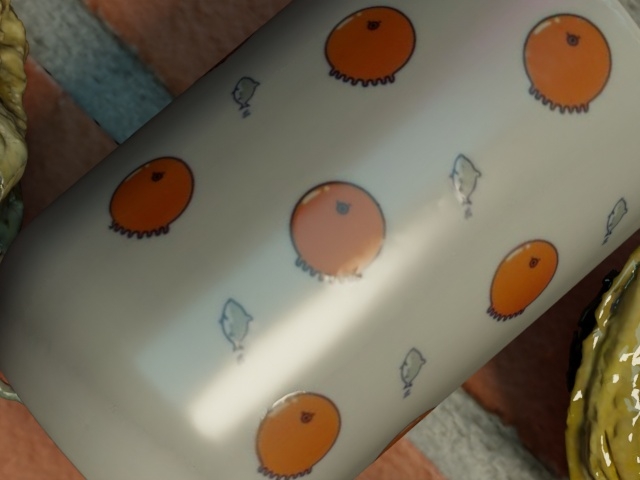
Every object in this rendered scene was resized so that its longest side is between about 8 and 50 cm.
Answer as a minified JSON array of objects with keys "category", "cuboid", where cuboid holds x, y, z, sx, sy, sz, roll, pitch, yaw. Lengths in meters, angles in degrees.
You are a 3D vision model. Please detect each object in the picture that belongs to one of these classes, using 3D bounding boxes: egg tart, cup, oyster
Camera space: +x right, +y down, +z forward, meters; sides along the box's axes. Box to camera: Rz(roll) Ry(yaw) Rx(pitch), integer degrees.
[{"category":"egg tart","cuboid":[0.224,0.079,0.620,0.241,0.106,0.241,-8,108,-28]},{"category":"cup","cuboid":[0.000,0.000,0.559,0.317,0.212,0.212,-41,90,-10]},{"category":"oyster","cuboid":[-0.190,-0.080,0.598,0.072,0.133,0.209,-12,62,-32]}]

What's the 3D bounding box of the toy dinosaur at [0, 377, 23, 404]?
[{"category":"toy dinosaur","cuboid":[-0.259,0.009,0.598,0.242,0.053,0.167,19,74,3]}]
